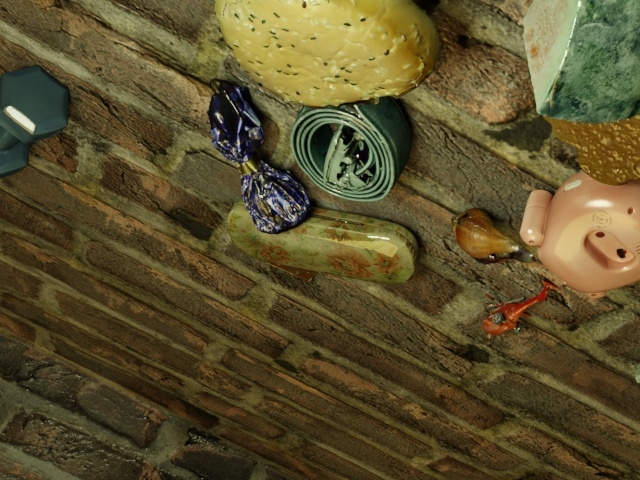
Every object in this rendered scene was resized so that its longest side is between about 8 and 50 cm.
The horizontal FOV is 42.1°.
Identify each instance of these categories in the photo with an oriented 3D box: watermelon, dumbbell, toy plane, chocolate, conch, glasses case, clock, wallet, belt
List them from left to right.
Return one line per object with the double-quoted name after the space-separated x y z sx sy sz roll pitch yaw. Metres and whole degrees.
-0.658 -0.244 1.782 0.144 0.159 0.325 11 157 -37 "dumbbell"
-0.140 -0.167 1.605 0.148 0.126 0.343 50 172 52 "chocolate"
-0.090 0.032 1.925 0.176 0.026 0.095 22 141 1 "wallet"
0.000 0.000 1.758 0.426 0.098 0.156 10 140 20 "glasses case"
0.052 -0.178 1.464 0.207 0.116 0.267 19 149 15 "belt"
0.305 0.003 1.532 0.086 0.080 0.232 43 -174 -45 "conch"
0.416 0.149 1.742 0.194 0.077 0.126 -19 137 34 "toy plane"
0.358 -0.275 1.083 0.320 0.289 0.214 37 177 -41 "watermelon"
0.496 -0.016 1.401 0.227 0.142 0.241 38 141 -20 "clock"

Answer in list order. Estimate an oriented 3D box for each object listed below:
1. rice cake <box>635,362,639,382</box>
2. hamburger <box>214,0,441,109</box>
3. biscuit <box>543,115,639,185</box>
0.701 0.233 1.704 0.034 0.043 0.210 24 147 8 "rice cake"
-0.002 -0.334 1.171 0.318 0.195 0.277 0 158 38 "hamburger"
0.484 -0.151 1.230 0.320 0.047 0.183 17 140 27 "biscuit"
